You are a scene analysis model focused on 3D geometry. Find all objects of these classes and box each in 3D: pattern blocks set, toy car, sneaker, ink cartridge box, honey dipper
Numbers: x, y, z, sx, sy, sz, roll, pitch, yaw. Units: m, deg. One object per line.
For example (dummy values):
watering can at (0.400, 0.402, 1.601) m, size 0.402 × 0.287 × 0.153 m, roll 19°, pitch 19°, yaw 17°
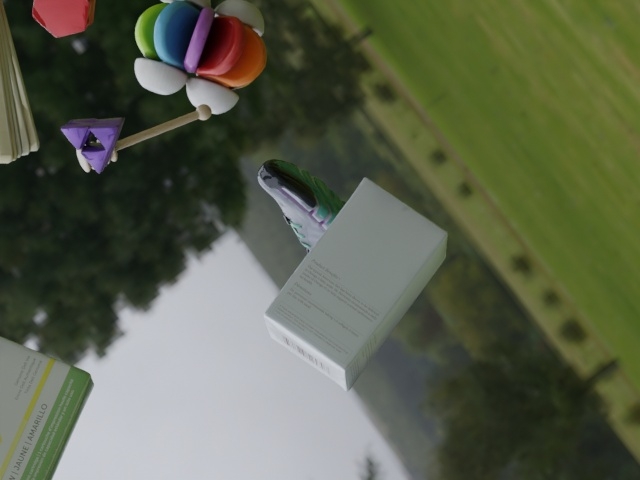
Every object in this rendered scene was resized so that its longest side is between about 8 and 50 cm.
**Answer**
pattern blocks set at (-0.299, -0.121, 1.226) m, size 0.026 × 0.325 × 0.285 m, roll -71°, pitch -10°, yaw -60°
toy car at (-0.158, -0.266, 2.303) m, size 0.182 × 0.159 × 0.136 m, roll 20°, pitch 175°, yaw -15°
sneaker at (0.000, 0.000, 1.906) m, size 0.224 × 0.098 × 0.083 m, roll 34°, pitch -162°, yaw -28°
ink cartridge box at (-0.331, 0.149, 1.434) m, size 0.235 × 0.171 × 0.056 m, roll 22°, pitch 166°, yaw 3°
honey dipper at (-0.193, -0.119, 1.888) m, size 0.030 × 0.161 × 0.030 m, roll 49°, pitch 153°, yaw 35°

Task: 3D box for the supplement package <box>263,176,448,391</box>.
supplement package at (0.038, 0.046, 1.738) m, size 0.105 × 0.179 × 0.105 m, roll 35°, pitch 168°, yaw 13°
